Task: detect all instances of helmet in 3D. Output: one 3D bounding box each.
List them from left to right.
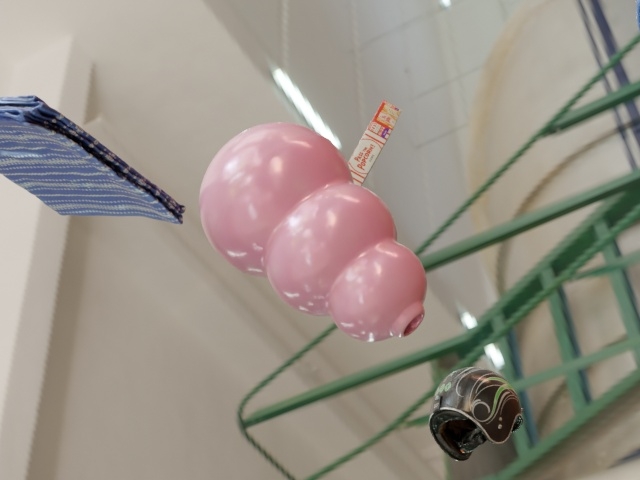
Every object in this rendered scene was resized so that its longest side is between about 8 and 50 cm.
[{"bbox_3d":[0.294,0.319,2.178,0.161,0.169,0.169,-45,-68,-44],"label":"helmet"}]

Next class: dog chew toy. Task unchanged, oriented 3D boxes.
[{"bbox_3d":[0.000,0.000,1.462,0.332,0.207,0.206,43,-169,23],"label":"dog chew toy"}]

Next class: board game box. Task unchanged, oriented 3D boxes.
[{"bbox_3d":[0.097,-0.184,2.251,0.045,0.147,0.193,29,-162,-1],"label":"board game box"}]

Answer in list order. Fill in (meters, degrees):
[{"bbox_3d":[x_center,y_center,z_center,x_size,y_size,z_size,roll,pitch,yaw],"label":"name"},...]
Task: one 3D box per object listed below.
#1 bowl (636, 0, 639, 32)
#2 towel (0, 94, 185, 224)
[{"bbox_3d":[0.590,-0.290,1.469,0.391,0.391,0.077,47,-125,-41],"label":"bowl"},{"bbox_3d":[-0.363,-0.098,1.547,0.336,0.243,0.040,41,-122,-53],"label":"towel"}]
